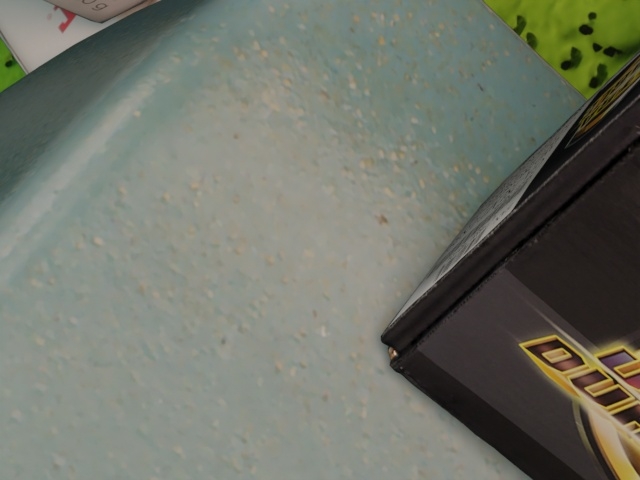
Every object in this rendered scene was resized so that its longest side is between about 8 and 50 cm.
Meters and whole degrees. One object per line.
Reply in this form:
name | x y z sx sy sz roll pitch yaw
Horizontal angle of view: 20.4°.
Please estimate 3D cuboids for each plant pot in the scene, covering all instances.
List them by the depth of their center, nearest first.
plant pot | -0.025 0.038 0.589 0.252 0.248 0.247 -56 20 -16

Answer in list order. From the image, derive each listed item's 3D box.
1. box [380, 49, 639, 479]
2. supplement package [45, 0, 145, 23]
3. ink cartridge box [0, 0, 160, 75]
box | 0.195 0.041 0.380 0.295 0.073 0.293 40 148 -2
supplement package | -0.027 -0.220 0.556 0.293 0.177 0.175 -22 67 29
ink cartridge box | -0.076 -0.212 0.780 0.226 0.131 0.306 -48 58 18
